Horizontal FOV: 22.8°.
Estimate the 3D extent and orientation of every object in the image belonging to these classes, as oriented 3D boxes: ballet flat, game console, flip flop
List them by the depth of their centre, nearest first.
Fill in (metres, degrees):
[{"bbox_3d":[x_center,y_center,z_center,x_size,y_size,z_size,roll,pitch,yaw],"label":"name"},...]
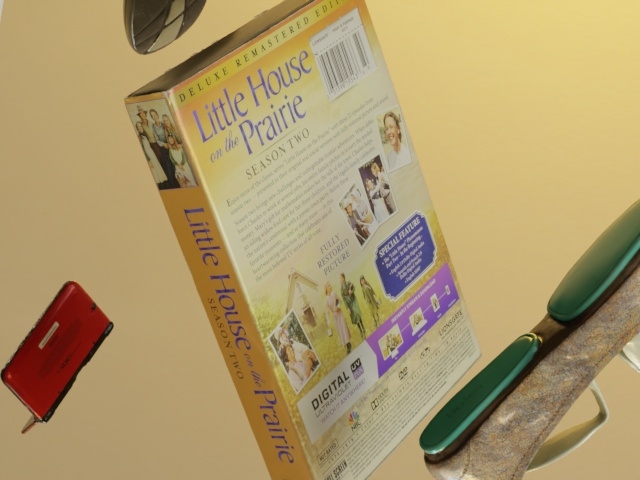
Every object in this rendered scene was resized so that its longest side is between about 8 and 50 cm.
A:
[{"bbox_3d":[0.218,0.095,1.319,0.106,0.107,0.316,42,-84,-12],"label":"ballet flat"},{"bbox_3d":[-0.199,-0.332,1.773,0.080,0.112,0.277,41,-26,39],"label":"flip flop"},{"bbox_3d":[-0.307,0.132,1.780,0.085,0.124,0.144,3,-130,41],"label":"game console"}]

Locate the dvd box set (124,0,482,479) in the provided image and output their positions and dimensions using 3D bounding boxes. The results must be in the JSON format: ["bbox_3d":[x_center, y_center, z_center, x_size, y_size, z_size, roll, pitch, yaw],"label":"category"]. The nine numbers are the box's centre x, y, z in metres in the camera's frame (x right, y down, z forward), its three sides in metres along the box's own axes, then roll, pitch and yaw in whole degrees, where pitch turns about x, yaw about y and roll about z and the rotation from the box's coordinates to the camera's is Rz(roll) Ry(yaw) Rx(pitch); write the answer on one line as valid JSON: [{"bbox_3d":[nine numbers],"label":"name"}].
[{"bbox_3d":[0.000,0.000,1.475,0.062,0.307,0.420,-5,-66,38],"label":"dvd box set"}]

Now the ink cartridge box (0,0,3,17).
[{"bbox_3d":[-0.481,-0.256,1.400,0.309,0.272,0.130,-7,-120,25],"label":"ink cartridge box"}]
